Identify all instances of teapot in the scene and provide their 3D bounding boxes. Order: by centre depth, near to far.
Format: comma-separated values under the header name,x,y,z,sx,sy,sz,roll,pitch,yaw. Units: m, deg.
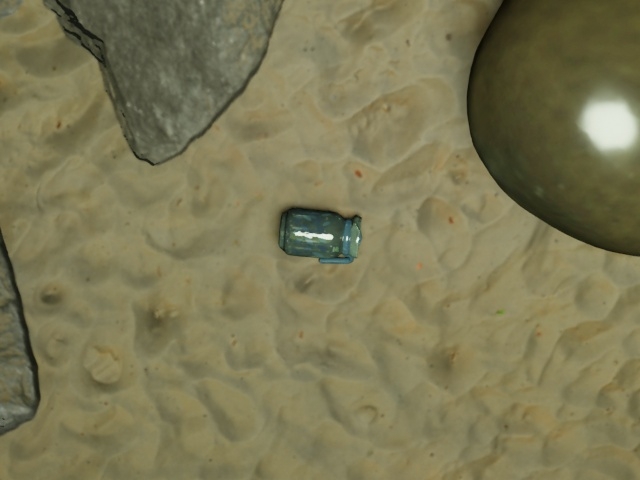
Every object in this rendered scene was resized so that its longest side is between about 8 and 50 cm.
name,x,y,z,sx,sy,sz,roll,pitch,yaw
teapot,0.000,0.001,1.927,0.083,0.049,0.064,7,112,2

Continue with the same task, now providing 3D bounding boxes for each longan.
name,x,y,z,sx,sy,sz,roll,pitch,yaw
longan,0.285,-0.127,1.747,0.300,0.243,0.300,-5,114,-12
